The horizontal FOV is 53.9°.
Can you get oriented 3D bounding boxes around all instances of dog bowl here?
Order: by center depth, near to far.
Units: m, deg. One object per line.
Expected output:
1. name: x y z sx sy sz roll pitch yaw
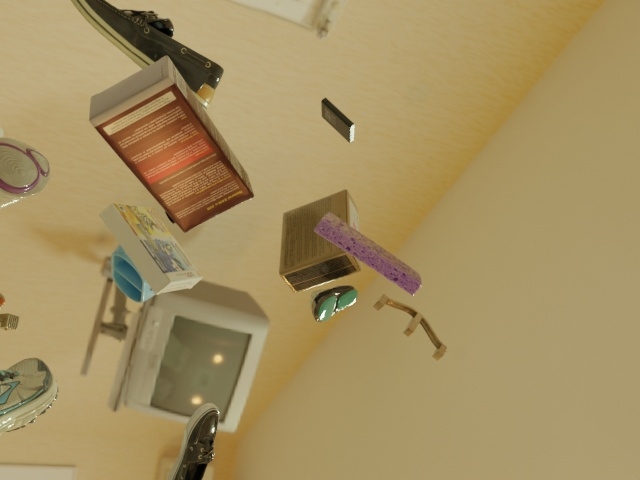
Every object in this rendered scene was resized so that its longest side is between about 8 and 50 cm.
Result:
1. dog bowl: -0.585 0.100 1.988 0.074 0.166 0.297 -47 174 -33

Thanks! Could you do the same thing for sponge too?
1. sponge: 0.088 0.022 1.139 0.031 0.210 0.117 -56 180 10

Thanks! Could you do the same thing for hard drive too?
1. hard drive: 0.055 -0.380 1.995 0.135 0.022 0.094 46 -15 18

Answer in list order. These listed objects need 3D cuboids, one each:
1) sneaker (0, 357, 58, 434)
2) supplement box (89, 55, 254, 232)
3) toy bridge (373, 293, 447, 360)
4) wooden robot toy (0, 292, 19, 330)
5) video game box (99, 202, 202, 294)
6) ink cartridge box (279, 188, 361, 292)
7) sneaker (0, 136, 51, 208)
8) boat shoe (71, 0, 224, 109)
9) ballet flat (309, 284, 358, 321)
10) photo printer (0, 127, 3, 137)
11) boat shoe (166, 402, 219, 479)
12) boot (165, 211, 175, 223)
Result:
1. sneaker: -0.465 0.215 0.874 0.283 0.110 0.122 -77 154 -75
2. supplement box: -0.213 -0.134 0.933 0.130 0.239 0.073 -26 -138 6
3. toy bridge: 0.203 0.183 1.377 0.026 0.188 0.063 -52 177 42
4. wooden robot toy: -0.607 0.125 1.150 0.079 0.173 0.076 -4 -128 20
5. video game box: -0.354 0.017 1.340 0.048 0.205 0.187 -38 175 5
6. ink cartridge box: 0.000 0.000 1.609 0.193 0.088 0.234 -18 -139 18
7. sneaker: -0.604 -0.088 1.065 0.152 0.305 0.114 -16 -75 34
8. boat shoe: -0.483 -0.565 1.755 0.156 0.500 0.187 -52 -178 2
9. ballet flat: 0.016 0.143 1.484 0.074 0.203 0.074 5 -79 29
10. photo printer: -0.859 -0.182 1.424 0.256 0.107 0.307 60 28 -62
11. boat shoe: -0.271 0.477 1.394 0.076 0.080 0.228 26 -89 40
12. boot: -0.264 -0.102 1.238 0.037 0.114 0.106 30 -32 33
